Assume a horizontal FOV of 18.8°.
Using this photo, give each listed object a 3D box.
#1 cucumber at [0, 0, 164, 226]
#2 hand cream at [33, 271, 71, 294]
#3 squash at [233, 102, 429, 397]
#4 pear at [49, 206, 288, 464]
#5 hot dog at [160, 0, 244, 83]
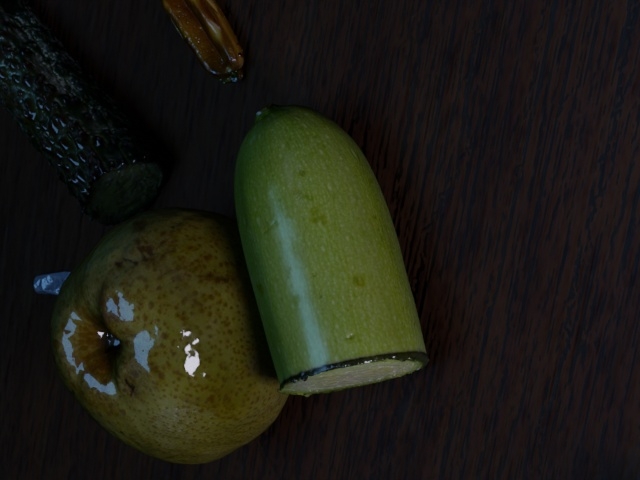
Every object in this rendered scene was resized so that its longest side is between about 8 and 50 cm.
[{"bbox_3d":[-0.279,-0.160,1.917,0.359,0.096,0.096,50,124,32],"label":"cucumber"},{"bbox_3d":[-0.255,0.043,1.955,0.093,0.019,0.030,-1,90,37],"label":"hand cream"},{"bbox_3d":[0.000,0.000,1.630,0.132,0.132,0.247,-23,75,42],"label":"squash"},{"bbox_3d":[-0.131,0.085,1.700,0.188,0.211,0.228,-7,87,48],"label":"pear"},{"bbox_3d":[-0.105,-0.195,1.784,0.049,0.037,0.122,-40,71,25],"label":"hot dog"}]
